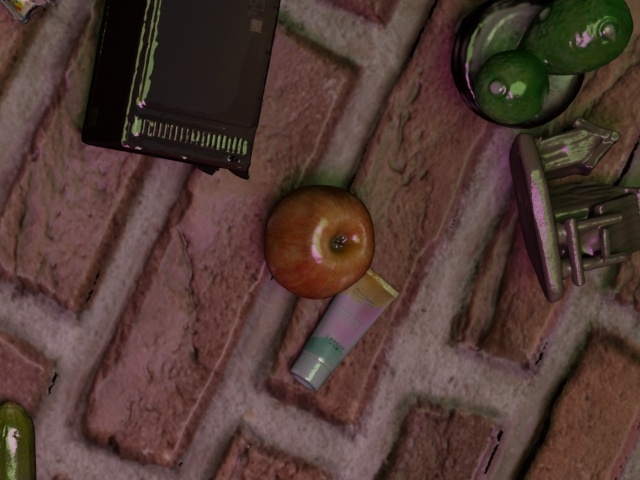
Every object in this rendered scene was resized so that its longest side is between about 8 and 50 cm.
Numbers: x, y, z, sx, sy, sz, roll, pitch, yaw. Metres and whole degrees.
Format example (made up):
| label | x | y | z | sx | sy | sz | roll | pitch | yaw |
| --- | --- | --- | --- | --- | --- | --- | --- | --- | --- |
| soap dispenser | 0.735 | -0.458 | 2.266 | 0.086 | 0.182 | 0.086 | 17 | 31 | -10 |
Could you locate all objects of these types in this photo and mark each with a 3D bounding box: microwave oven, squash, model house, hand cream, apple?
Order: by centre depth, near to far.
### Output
| label | x | y | z | sx | sy | sz | roll | pitch | yaw |
| --- | --- | --- | --- | --- | --- | --- | --- | --- | --- |
| microwave oven | -0.166 | -0.211 | 1.840 | 0.178 | 0.188 | 0.247 | 10 | 89 | -23 |
| squash | -0.379 | 0.311 | 1.898 | 0.066 | 0.066 | 0.228 | -5 | 99 | -16 |
| apple | 0.000 | 0.000 | 1.941 | 0.146 | 0.131 | 0.146 | -1 | 92 | -21 |
| hand cream | 0.026 | 0.114 | 2.012 | 0.076 | 0.047 | 0.174 | 41 | 75 | -16 |
| model house | 0.345 | -0.048 | 2.046 | 0.188 | 0.122 | 0.229 | -14 | 97 | -17 |

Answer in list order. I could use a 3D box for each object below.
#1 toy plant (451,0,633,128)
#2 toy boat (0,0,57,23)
| label | x | y | z | sx | sy | sz | roll | pitch | yaw |
| --- | --- | --- | --- | --- | --- | --- | --- | --- | --- |
| toy plant | 0.268 | -0.231 | 1.941 | 0.218 | 0.235 | 0.175 | -41 | 107 | -9 |
| toy boat | -0.390 | -0.349 | 1.815 | 0.084 | 0.066 | 0.210 | -47 | 106 | -9 |
